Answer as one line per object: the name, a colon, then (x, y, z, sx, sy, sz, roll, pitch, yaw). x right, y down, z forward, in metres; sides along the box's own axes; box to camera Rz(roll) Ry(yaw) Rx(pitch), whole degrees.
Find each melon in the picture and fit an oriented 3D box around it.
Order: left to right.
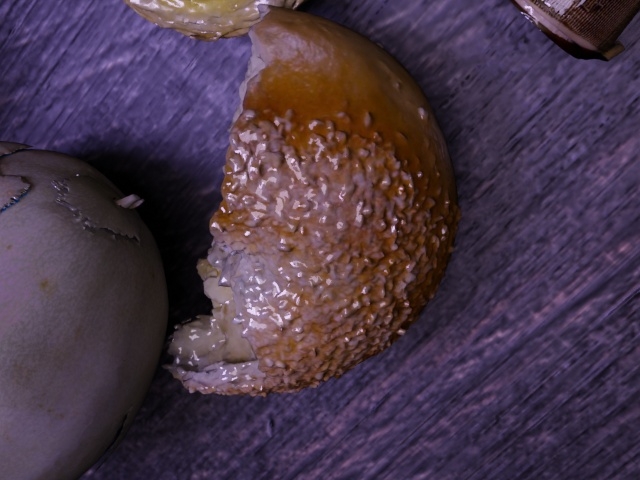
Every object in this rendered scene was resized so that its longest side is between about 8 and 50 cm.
melon: (-0.259, 0.074, 0.658, 0.268, 0.268, 0.330, 43, 102, 1)

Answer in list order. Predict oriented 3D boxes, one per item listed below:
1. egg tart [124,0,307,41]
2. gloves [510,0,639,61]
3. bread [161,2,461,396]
egg tart: (-0.073, -0.255, 0.623, 0.213, 0.090, 0.212, 3, 103, 14)
gloves: (0.257, -0.254, 0.511, 0.331, 0.154, 0.141, -39, 94, 26)
bread: (0.003, 0.004, 0.622, 0.192, 0.171, 0.314, 15, 117, -8)
